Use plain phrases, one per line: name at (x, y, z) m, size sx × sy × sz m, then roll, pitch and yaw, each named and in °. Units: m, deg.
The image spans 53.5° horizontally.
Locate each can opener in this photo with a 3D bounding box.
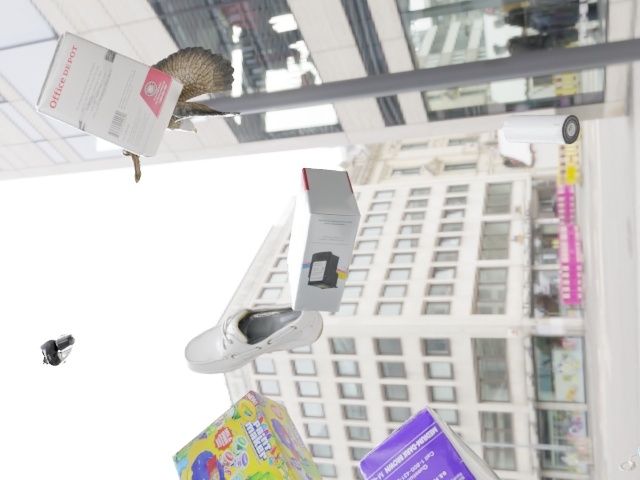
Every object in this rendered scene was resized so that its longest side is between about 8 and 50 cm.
can opener at (-0.543, 0.229, 1.335) m, size 0.186 × 0.073 × 0.059 m, roll 163°, pitch 91°, yaw -74°

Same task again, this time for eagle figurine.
eagle figurine at (-0.344, -0.309, 1.470) m, size 0.226 × 0.298 × 0.225 m, roll 58°, pitch -155°, yaw -1°

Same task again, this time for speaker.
speaker at (0.413, -0.209, 1.195) m, size 0.055 × 0.136 × 0.055 m, roll -7°, pitch -78°, yaw -33°

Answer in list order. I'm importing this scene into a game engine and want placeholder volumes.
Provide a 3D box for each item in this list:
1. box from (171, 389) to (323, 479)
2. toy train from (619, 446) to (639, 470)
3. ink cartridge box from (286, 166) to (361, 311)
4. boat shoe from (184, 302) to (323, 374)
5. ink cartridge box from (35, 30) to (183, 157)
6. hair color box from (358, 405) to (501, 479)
box at (-0.172, 0.585, 1.565) m, size 0.177 × 0.279 × 0.290 m, roll 44°, pitch -173°, yaw -49°
toy train at (0.653, 0.421, 1.200) m, size 0.125 × 0.166 × 0.046 m, roll -26°, pitch -77°, yaw -20°
ink cartridge box at (0.000, 0.000, 0.933) m, size 0.127 × 0.072 × 0.175 m, roll -101°, pitch 18°, yaw -53°
boat shoe at (-0.137, 0.165, 1.151) m, size 0.096 × 0.277 × 0.098 m, roll 52°, pitch -159°, yaw -54°
ink cartridge box at (-0.390, -0.268, 1.182) m, size 0.092 × 0.217 × 0.159 m, roll -68°, pitch 1°, yaw -84°
hair color box at (0.181, 0.335, 0.580) m, size 0.185 × 0.110 × 0.339 m, roll 47°, pitch -178°, yaw -35°
